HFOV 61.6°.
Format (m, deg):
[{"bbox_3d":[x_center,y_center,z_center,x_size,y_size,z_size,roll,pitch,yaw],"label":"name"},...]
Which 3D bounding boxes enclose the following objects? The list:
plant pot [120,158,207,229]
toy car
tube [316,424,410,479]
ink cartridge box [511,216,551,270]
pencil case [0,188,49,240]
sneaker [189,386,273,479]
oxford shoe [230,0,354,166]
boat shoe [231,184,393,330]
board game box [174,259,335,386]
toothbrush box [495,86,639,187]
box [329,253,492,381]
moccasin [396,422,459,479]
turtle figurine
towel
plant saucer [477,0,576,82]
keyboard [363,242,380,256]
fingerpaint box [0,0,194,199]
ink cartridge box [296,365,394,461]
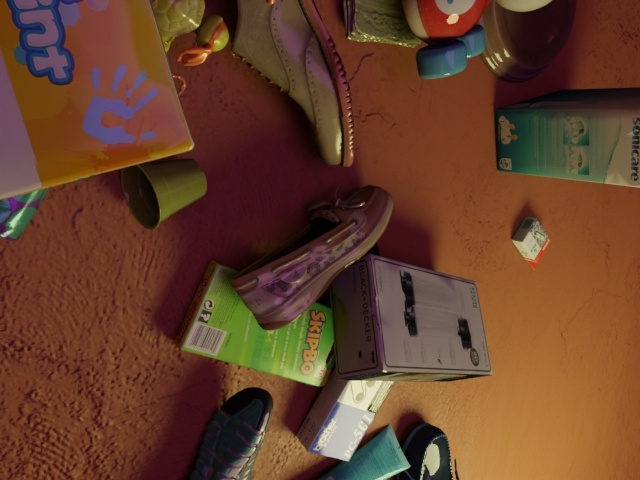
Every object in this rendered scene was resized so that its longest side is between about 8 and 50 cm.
[{"bbox_3d":[-0.184,-0.065,0.648,0.079,0.083,0.083,-28,116,-40],"label":"plant pot"},{"bbox_3d":[0.250,-0.366,0.741,0.210,0.238,0.219,-46,129,-47],"label":"toy car"},{"bbox_3d":[0.063,0.406,0.930,0.207,0.052,0.080,-20,83,-29],"label":"tube"},{"bbox_3d":[0.445,0.010,1.112,0.115,0.029,0.062,44,75,-32],"label":"ink cartridge box"},{"bbox_3d":[-0.313,-0.074,0.559,0.070,0.065,0.151,33,81,-48],"label":"pencil case"},{"bbox_3d":[-0.125,0.317,0.783,0.223,0.083,0.098,-59,146,-3],"label":"sneaker"},{"bbox_3d":[-0.046,-0.244,0.694,0.130,0.123,0.348,-20,117,1],"label":"oxford shoe"},{"bbox_3d":[0.000,0.000,0.754,0.285,0.105,0.089,-47,110,-31],"label":"boat shoe"},{"bbox_3d":[-0.071,0.130,0.788,0.259,0.039,0.124,26,86,-33],"label":"board game box"},{"bbox_3d":[0.495,-0.191,0.938,0.216,0.296,0.126,-21,111,-30],"label":"toothbrush box"},{"bbox_3d":[0.147,0.132,0.844,0.290,0.087,0.169,14,63,-43],"label":"box"},{"bbox_3d":[0.229,0.517,1.028,0.138,0.117,0.341,-16,109,-31],"label":"moccasin"},{"bbox_3d":[-0.183,-0.257,0.565,0.217,0.087,0.269,35,114,-19],"label":"turtle figurine"},{"bbox_3d":[0.094,-0.347,0.795,0.148,0.027,0.110,-7,103,-32],"label":"towel"},{"bbox_3d":[0.371,-0.427,0.958,0.278,0.041,0.277,-9,106,-32],"label":"plant saucer"},{"bbox_3d":[0.073,0.096,0.886,0.108,0.023,0.180,-28,114,-26],"label":"keyboard"},{"bbox_3d":[-0.339,-0.240,0.391,0.371,0.163,0.444,-19,109,-14],"label":"fingerpaint box"},{"bbox_3d":[0.055,0.254,0.880,0.097,0.046,0.207,30,91,-35],"label":"ink cartridge box"}]
